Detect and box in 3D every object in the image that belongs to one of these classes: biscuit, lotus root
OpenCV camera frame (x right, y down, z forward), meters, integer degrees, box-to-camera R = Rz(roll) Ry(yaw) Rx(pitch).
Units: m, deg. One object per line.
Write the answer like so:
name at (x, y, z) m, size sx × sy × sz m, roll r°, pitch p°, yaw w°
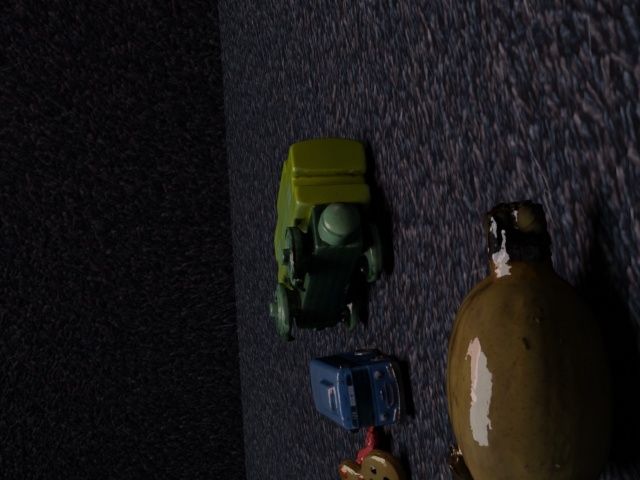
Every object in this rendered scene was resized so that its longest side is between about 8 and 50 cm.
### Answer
biscuit at (0.091, 0.456, 1.858) m, size 0.153 × 0.030 × 0.234 m, roll 36°, pitch 135°, yaw 16°
lotus root at (0.203, 0.115, 1.033) m, size 0.183 × 0.182 × 0.310 m, roll -172°, pitch 77°, yaw -77°

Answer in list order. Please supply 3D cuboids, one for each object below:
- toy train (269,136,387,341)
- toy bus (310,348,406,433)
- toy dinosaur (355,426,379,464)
toy train at (0.000, 0.000, 1.876) m, size 0.442 × 0.179 × 0.272 m, roll 105°, pitch 161°, yaw -63°
toy bus at (0.062, 0.259, 1.814) m, size 0.234 × 0.133 × 0.116 m, roll 174°, pitch 89°, yaw -78°
toy dinosaur at (0.089, 0.422, 1.985) m, size 0.286 × 0.070 × 0.139 m, roll 94°, pitch 173°, yaw -52°
